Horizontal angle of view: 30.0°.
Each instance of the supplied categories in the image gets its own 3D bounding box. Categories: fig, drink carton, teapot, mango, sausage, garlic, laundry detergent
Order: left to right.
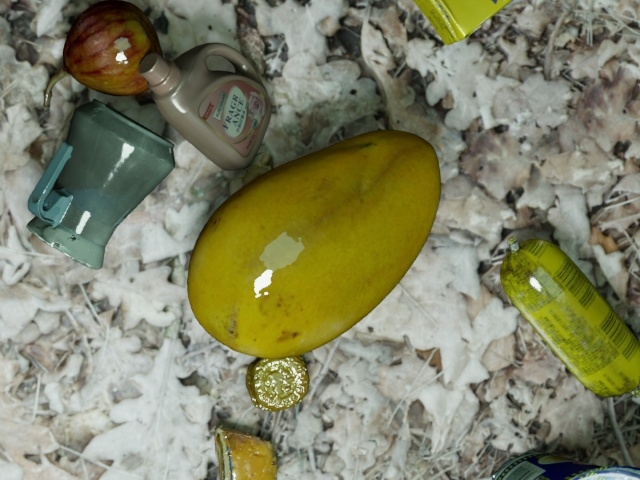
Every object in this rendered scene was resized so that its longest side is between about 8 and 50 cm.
[{"bbox_3d":[-0.343,-0.087,1.801,0.171,0.203,0.225,30,91,26],"label":"teapot"},{"bbox_3d":[-0.328,-0.294,1.829,0.149,0.202,0.148,-50,137,-43],"label":"fig"},{"bbox_3d":[-0.173,-0.232,1.829,0.237,0.076,0.171,43,57,-41],"label":"laundry detergent"},{"bbox_3d":[-0.105,-0.086,1.902,0.074,0.094,0.113,31,87,21],"label":"garlic"},{"bbox_3d":[0.000,0.000,1.829,0.445,0.232,0.300,-39,132,-10],"label":"mango"},{"bbox_3d":[0.309,-0.487,1.963,0.351,0.111,0.154,-39,97,-9],"label":"drink carton"},{"bbox_3d":[0.418,0.129,1.984,0.123,0.123,0.347,-41,97,-8],"label":"sausage"}]

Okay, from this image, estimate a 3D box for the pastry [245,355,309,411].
[{"bbox_3d":[-0.068,0.226,1.921,0.097,0.057,0.109,41,82,-7],"label":"pastry"}]

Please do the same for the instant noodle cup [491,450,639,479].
[{"bbox_3d":[0.395,0.460,1.885,0.284,0.312,0.284,0,92,-11],"label":"instant noodle cup"}]

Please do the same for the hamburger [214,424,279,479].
[{"bbox_3d":[-0.109,0.373,1.899,0.102,0.087,0.176,-8,90,-10],"label":"hamburger"}]
